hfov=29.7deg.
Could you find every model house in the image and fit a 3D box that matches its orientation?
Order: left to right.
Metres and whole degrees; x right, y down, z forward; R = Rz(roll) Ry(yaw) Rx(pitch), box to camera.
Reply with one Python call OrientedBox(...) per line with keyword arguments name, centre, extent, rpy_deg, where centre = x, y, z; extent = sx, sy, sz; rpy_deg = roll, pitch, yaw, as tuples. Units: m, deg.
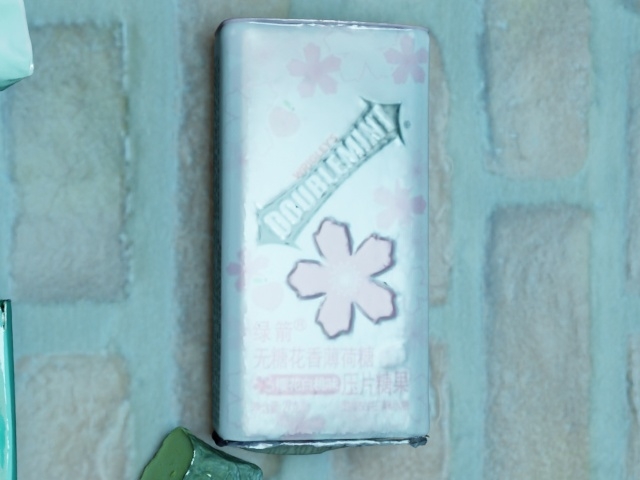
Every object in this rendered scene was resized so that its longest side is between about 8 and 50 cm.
OrientedBox(name="model house", centre=(-0.104, 0.214, 1.053), extent=(0.083, 0.066, 0.078), rpy_deg=(29, 94, -33))

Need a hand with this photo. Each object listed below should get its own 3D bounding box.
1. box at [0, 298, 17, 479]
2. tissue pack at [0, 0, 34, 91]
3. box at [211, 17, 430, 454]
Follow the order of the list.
OrientedBox(name="box", centre=(-0.402, 0.150, 0.965), extent=(0.311, 0.118, 0.205), rpy_deg=(-3, 91, -10))
OrientedBox(name="tissue pack", centre=(-0.417, -0.219, 0.871), extent=(0.356, 0.194, 0.266), rpy_deg=(-10, 88, -38))
OrientedBox(name="box", centre=(0.000, 0.000, 1.048), extent=(0.190, 0.112, 0.369), rpy_deg=(-1, 88, -9))
